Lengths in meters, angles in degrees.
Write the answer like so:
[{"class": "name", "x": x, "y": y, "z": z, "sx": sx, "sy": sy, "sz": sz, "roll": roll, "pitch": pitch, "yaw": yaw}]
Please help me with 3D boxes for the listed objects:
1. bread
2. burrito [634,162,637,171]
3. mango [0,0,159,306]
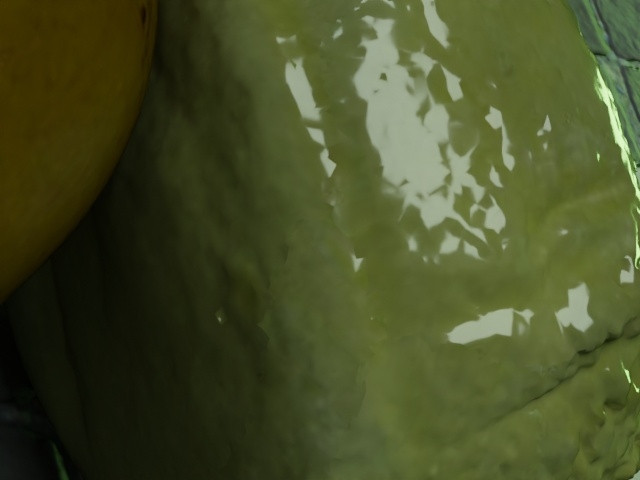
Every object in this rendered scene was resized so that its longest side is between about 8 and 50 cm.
[{"class": "bread", "x": 0.010, "y": -0.003, "z": 0.776, "sx": 0.237, "sy": 0.320, "sz": 0.321, "roll": -15, "pitch": 71, "yaw": -29}, {"class": "burrito", "x": 0.100, "y": -0.091, "z": 1.104, "sx": 0.229, "sy": 0.058, "sz": 0.063, "roll": 23, "pitch": 45, "yaw": -26}, {"class": "mango", "x": -0.217, "y": -0.140, "z": 0.663, "sx": 0.300, "sy": 0.232, "sz": 0.446, "roll": -6, "pitch": 54, "yaw": -10}]
